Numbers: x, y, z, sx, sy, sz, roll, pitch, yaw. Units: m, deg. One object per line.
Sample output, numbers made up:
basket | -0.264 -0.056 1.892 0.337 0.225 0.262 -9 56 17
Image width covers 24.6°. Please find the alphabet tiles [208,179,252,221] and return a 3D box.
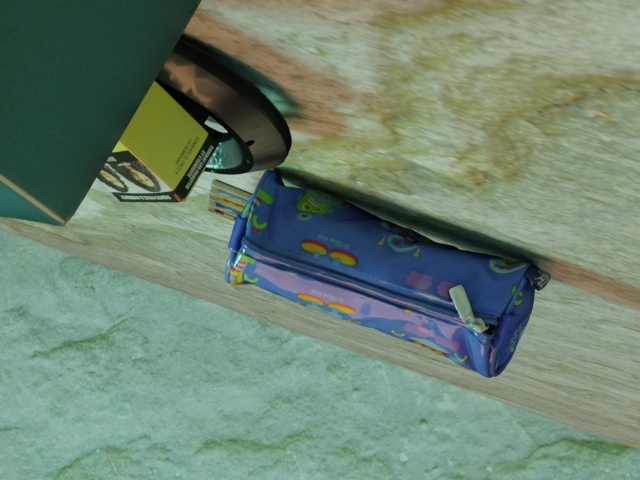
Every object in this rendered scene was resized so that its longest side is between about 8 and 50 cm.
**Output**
alphabet tiles | 0.000 0.000 1.752 0.285 0.011 0.342 21 173 -2

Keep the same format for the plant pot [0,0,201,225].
plant pot | -0.224 -0.141 0.843 0.234 0.165 0.166 34 168 -26

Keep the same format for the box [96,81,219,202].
box | -0.180 -0.116 1.031 0.087 0.058 0.232 3 146 47

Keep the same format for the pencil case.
pencil case | 0.058 0.032 1.401 0.306 0.119 0.133 20 -171 11

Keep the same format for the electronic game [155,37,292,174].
electronic game | -0.128 -0.117 1.142 0.229 0.048 0.229 22 164 7
